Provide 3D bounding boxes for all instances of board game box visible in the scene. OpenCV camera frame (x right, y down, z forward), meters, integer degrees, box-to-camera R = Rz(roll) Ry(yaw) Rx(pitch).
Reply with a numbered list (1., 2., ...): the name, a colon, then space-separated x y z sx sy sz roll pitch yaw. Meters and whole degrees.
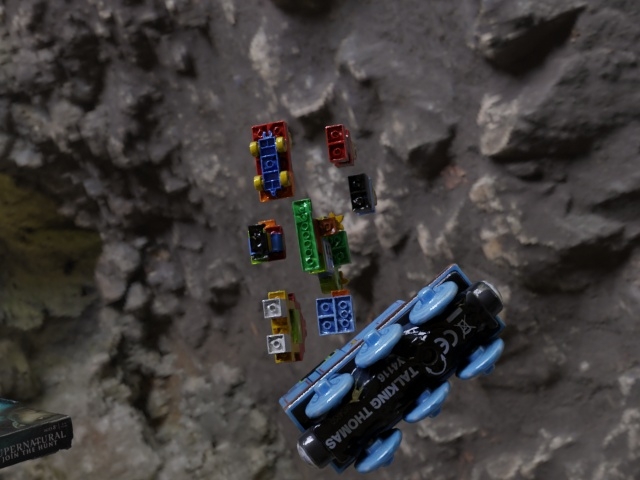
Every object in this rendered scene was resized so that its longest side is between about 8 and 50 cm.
1. board game box: -0.285 0.147 0.682 0.126 0.186 0.026 0 97 42

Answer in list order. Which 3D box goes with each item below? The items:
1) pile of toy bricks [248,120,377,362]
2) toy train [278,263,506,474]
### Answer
1. pile of toy bricks: 0.000 0.000 0.896 0.105 0.118 0.212 25 -122 -75
2. toy train: 0.053 0.094 0.721 0.080 0.184 0.105 50 173 -7
